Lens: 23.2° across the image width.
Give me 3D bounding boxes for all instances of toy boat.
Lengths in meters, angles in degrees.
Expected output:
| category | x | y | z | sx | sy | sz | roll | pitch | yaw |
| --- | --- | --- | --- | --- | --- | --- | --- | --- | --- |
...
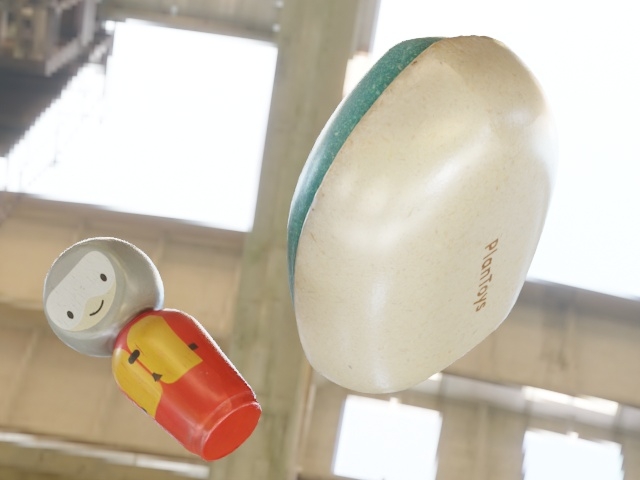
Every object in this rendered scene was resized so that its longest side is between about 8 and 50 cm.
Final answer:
| category | x | y | z | sx | sy | sz | roll | pitch | yaw |
| --- | --- | --- | --- | --- | --- | --- | --- | --- | --- |
| toy boat | 0.000 | 0.000 | 0.916 | 0.318 | 0.267 | 0.148 | -30 | -122 | -30 |
